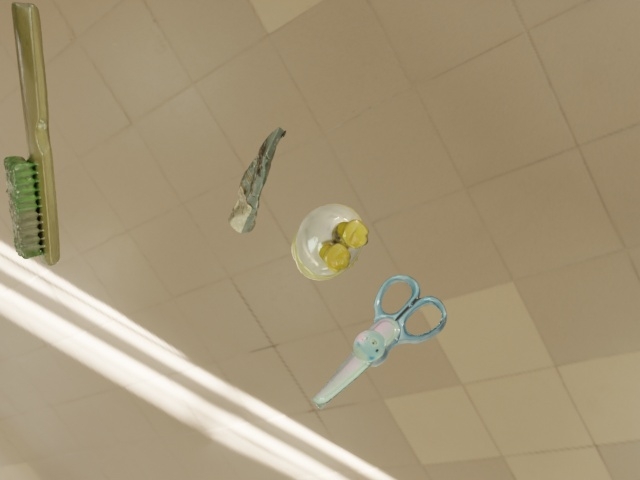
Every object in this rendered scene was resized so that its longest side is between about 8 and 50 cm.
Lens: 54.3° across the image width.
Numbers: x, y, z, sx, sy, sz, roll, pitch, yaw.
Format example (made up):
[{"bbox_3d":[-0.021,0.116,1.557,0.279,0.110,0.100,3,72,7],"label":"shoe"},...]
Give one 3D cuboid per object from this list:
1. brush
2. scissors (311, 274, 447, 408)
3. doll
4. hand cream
[{"bbox_3d":[-0.319,-0.108,0.677,0.054,0.048,0.282,23,116,44],"label":"brush"},{"bbox_3d":[0.084,0.171,0.998,0.125,0.256,0.030,40,172,33],"label":"scissors"},{"bbox_3d":[0.010,0.007,1.123,0.117,0.296,0.141,33,84,-2],"label":"doll"},{"bbox_3d":[-0.113,-0.094,1.123,0.052,0.075,0.248,7,142,-22],"label":"hand cream"}]
